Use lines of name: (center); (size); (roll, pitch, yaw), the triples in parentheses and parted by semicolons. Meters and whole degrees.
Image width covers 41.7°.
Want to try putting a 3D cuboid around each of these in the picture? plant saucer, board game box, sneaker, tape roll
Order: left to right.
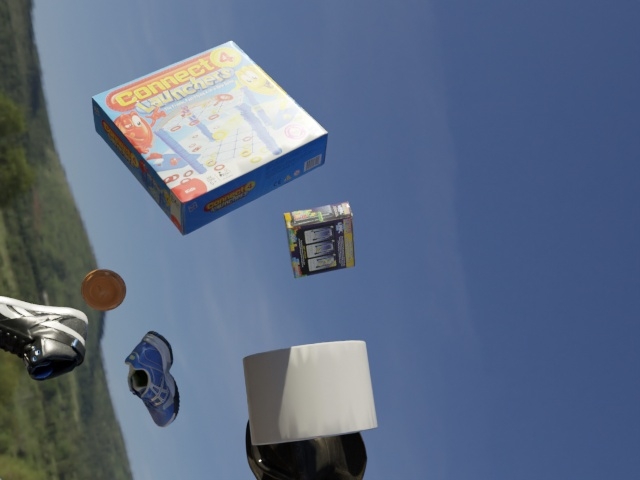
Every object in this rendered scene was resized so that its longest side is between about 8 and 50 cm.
sneaker: (-0.474, 0.157, 1.306); (0.121, 0.216, 0.079); (-105, -154, -47)
plant saucer: (-0.408, 0.094, 1.579); (0.013, 0.083, 0.083); (-107, -169, -72)
sneaker: (-0.314, 0.265, 1.539); (0.080, 0.081, 0.211); (17, -52, 30)
board game box: (-0.199, -0.196, 1.512); (0.302, 0.308, 0.086); (46, -30, 26)
tape roll: (-0.021, 0.294, 1.616); (0.246, 0.246, 0.169); (141, -57, -67)
board game box: (0.000, 0.000, 1.817); (0.170, 0.141, 0.048); (85, -9, -49)

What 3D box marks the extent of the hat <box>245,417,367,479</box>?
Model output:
hat: (-0.062, 0.485, 1.934); (0.134, 0.331, 0.331); (15, 53, -63)
